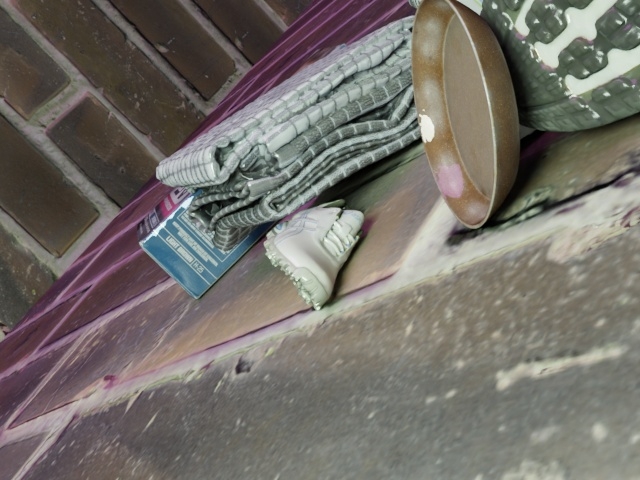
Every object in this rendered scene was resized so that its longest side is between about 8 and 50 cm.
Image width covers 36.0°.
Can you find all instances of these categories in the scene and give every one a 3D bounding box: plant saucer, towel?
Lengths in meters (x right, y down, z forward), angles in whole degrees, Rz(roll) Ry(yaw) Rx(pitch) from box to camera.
[{"bbox_3d":[0.103,-0.093,0.698,0.029,0.168,0.168,-12,11,-9],"label":"plant saucer"},{"bbox_3d":[-0.012,-0.106,1.032,0.284,0.121,0.235,-37,12,-20],"label":"towel"}]

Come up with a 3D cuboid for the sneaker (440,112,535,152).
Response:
[{"bbox_3d":[0.170,-0.199,0.763,0.282,0.161,0.102,-43,16,11],"label":"sneaker"}]

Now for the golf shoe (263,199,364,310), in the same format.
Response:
[{"bbox_3d":[0.000,0.000,0.862,0.086,0.069,0.176,-37,16,6],"label":"golf shoe"}]

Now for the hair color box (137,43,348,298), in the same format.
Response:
[{"bbox_3d":[-0.076,-0.095,1.260,0.347,0.105,0.174,-44,14,-3],"label":"hair color box"}]

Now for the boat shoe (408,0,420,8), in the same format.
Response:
[{"bbox_3d":[0.217,-0.365,1.309,0.219,0.077,0.070,-40,45,-16],"label":"boat shoe"}]

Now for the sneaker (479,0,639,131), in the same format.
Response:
[{"bbox_3d":[0.283,-0.211,0.627,0.410,0.158,0.182,-40,-19,30],"label":"sneaker"}]

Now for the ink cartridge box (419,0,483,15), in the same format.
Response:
[{"bbox_3d":[0.146,-0.325,0.986,0.097,0.255,0.189,-50,15,-21],"label":"ink cartridge box"}]
